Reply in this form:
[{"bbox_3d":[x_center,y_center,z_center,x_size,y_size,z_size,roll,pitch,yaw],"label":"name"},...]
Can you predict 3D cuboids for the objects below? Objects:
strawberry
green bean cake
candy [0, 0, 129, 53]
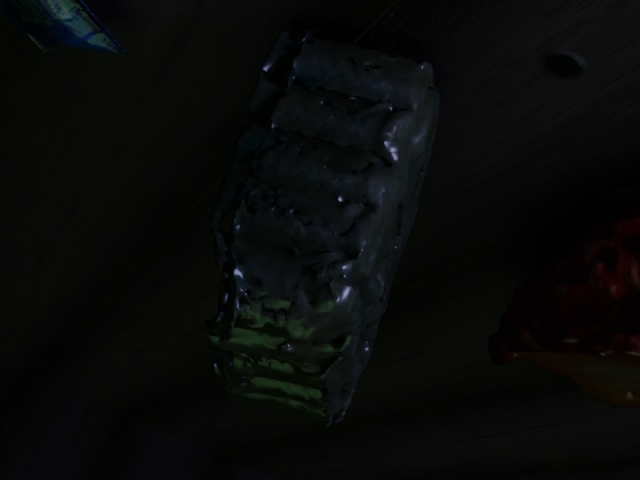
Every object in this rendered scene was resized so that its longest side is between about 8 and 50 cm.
[{"bbox_3d":[0.279,0.061,0.841,0.265,0.149,0.336,20,168,-19],"label":"strawberry"},{"bbox_3d":[0.000,0.000,0.766,0.132,0.255,0.241,14,152,6],"label":"green bean cake"},{"bbox_3d":[-0.220,-0.181,0.806,0.136,0.038,0.088,10,154,43],"label":"candy"}]
